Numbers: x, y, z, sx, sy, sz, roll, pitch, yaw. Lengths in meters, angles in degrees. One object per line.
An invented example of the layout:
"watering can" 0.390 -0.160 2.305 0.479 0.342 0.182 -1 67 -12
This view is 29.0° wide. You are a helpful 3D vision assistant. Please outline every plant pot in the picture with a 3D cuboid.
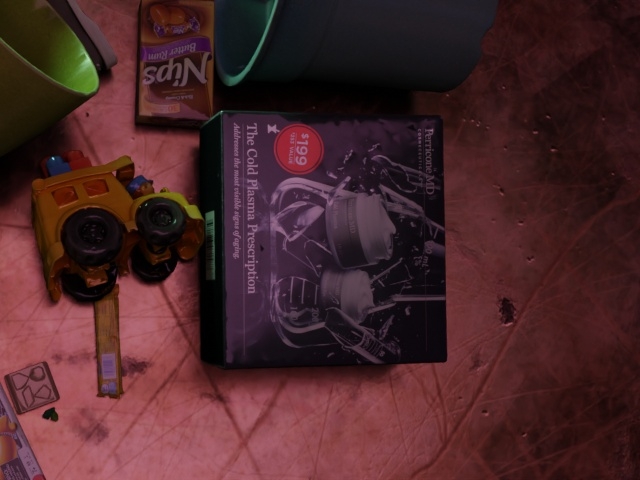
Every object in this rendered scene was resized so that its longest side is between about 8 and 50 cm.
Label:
"plant pot" -0.477 -0.188 1.544 0.293 0.275 0.275 -41 91 12
"plant pot" 0.054 -0.364 1.769 0.334 0.341 0.341 7 77 -21

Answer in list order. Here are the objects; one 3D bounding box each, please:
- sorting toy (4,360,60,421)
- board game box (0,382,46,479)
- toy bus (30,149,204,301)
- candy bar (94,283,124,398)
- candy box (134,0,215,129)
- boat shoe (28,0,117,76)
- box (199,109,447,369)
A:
"sorting toy" -0.387 0.212 1.680 0.062 0.012 0.083 -19 80 -22
"board game box" -0.508 0.233 1.623 0.193 0.053 0.305 -26 86 -18
"toy bus" -0.294 -0.045 1.703 0.220 0.149 0.211 -16 66 -20
"candy bar" -0.295 0.140 1.716 0.040 0.018 0.161 -3 79 -12
"candy box" -0.212 -0.259 1.806 0.109 0.053 0.186 3 79 -15
"boat shoe" -0.394 -0.338 1.693 0.091 0.109 0.305 -39 125 -10
"box" 0.000 0.000 1.713 0.313 0.179 0.343 -1 88 -16
